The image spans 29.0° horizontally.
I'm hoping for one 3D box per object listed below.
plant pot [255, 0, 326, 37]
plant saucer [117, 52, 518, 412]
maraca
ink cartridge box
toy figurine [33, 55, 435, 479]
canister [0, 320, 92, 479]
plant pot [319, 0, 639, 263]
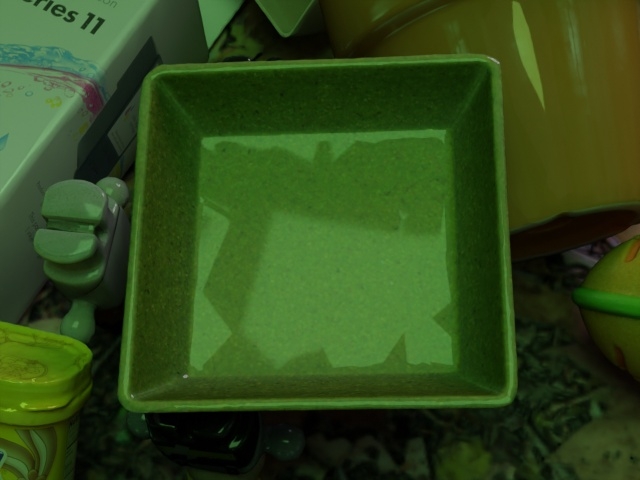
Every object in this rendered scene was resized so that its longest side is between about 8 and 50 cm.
[{"bbox_3d":[0.009,-0.211,0.859,0.096,0.109,0.109,-3,51,-49],"label":"plant pot"},{"bbox_3d":[0.000,0.000,0.628,0.188,0.045,0.188,-1,67,5],"label":"plant saucer"},{"bbox_3d":[0.239,0.044,0.717,0.185,0.127,0.099,7,95,-2],"label":"maraca"},{"bbox_3d":[-0.216,-0.118,0.818,0.207,0.119,0.353,25,66,15],"label":"ink cartridge box"},{"bbox_3d":[-0.043,0.026,0.728,0.209,0.148,0.213,-37,69,-10],"label":"toy figurine"},{"bbox_3d":[-0.191,0.133,0.661,0.126,0.073,0.170,11,106,9],"label":"canister"},{"bbox_3d":[0.119,-0.090,0.758,0.205,0.205,0.188,-13,77,-4],"label":"plant pot"}]
